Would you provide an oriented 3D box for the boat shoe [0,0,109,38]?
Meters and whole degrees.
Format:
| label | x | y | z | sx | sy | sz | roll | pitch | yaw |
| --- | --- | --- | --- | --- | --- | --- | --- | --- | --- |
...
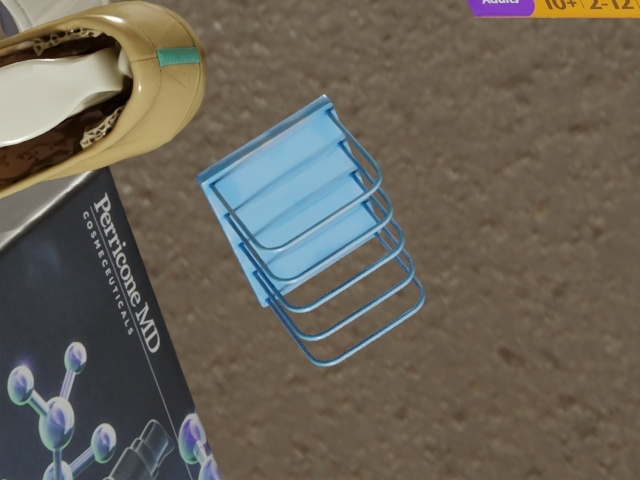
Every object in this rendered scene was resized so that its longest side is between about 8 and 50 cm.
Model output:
| label | x | y | z | sx | sy | sz | roll | pitch | yaw |
| --- | --- | --- | --- | --- | --- | --- | --- | --- | --- |
| boat shoe | -0.153 | -0.157 | 0.903 | 0.065 | 0.206 | 0.075 | 43 | 73 | 13 |

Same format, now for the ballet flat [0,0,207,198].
| label | x | y | z | sx | sy | sz | roll | pitch | yaw |
| --- | --- | --- | --- | --- | --- | --- | --- | --- | --- |
| ballet flat | -0.159 | -0.041 | 0.708 | 0.232 | 0.073 | 0.080 | -22 | 91 | 13 |

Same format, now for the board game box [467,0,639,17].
| label | x | y | z | sx | sy | sz | roll | pitch | yaw |
| --- | --- | --- | --- | --- | --- | --- | --- | --- | --- |
| board game box | 0.298 | -0.454 | 1.656 | 0.356 | 0.356 | 0.356 | 5 | 51 | 39 |

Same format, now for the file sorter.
| label | x | y | z | sx | sy | sz | roll | pitch | yaw |
| --- | --- | --- | --- | --- | --- | --- | --- | --- | --- |
| file sorter | 0.000 | 0.000 | 1.382 | 0.118 | 0.170 | 0.104 | -32 | 52 | -7 |

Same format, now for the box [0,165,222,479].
| label | x | y | z | sx | sy | sz | roll | pitch | yaw |
| --- | --- | --- | --- | --- | --- | --- | --- | --- | --- |
| box | -0.286 | 0.164 | 1.248 | 0.212 | 0.293 | 0.395 | -2 | 29 | 32 |
